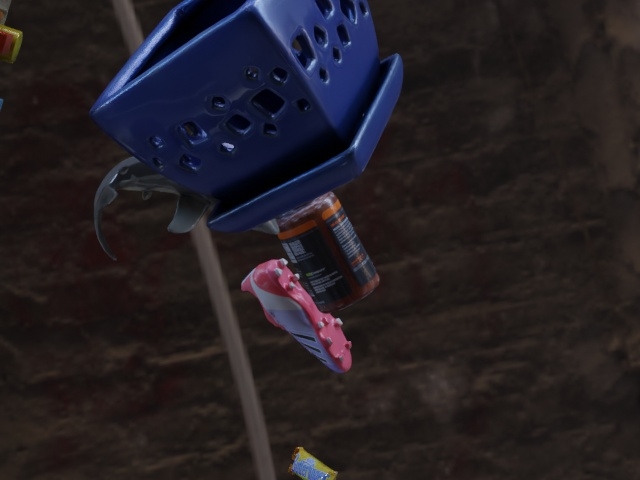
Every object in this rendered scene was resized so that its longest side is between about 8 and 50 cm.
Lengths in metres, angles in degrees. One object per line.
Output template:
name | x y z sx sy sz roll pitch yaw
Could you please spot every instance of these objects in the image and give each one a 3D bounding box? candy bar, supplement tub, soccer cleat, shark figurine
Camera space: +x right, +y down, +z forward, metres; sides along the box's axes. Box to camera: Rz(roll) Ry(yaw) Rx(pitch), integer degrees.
candy bar | -0.008 0.291 1.478 0.018 0.040 0.161 18 -3 -18
supplement tub | 0.000 0.000 1.725 0.106 0.198 0.106 -27 12 6
soccer cleat | -0.039 0.142 2.115 0.095 0.248 0.083 -31 14 30
shark figurine | -0.167 -0.082 1.341 0.278 0.166 0.116 -4 -38 -49

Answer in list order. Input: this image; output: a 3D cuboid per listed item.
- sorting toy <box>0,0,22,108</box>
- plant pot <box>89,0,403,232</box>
sorting toy | -0.353 -0.176 1.243 0.047 0.347 0.196 17 6 -12
plant pot | -0.056 -0.158 1.226 0.236 0.212 0.236 -25 24 34
